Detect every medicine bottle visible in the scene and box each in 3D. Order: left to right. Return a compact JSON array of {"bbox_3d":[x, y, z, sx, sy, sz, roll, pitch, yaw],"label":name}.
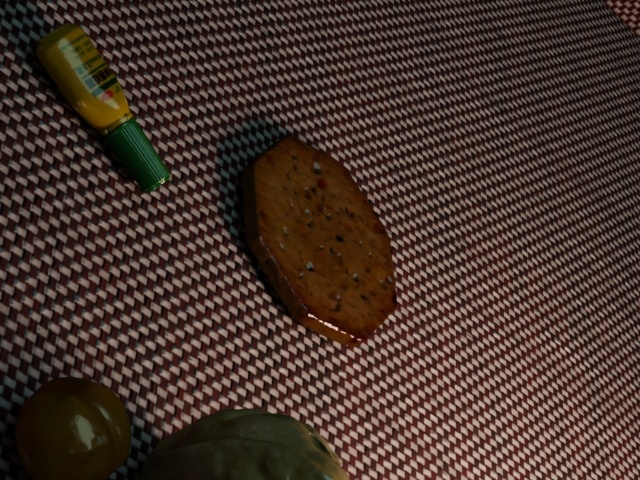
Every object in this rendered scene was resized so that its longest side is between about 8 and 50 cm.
[{"bbox_3d":[-0.301,-0.183,2.245,0.260,0.064,0.095,56,34,-8],"label":"medicine bottle"}]

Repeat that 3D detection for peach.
[{"bbox_3d":[-0.296,0.229,1.891,0.138,0.138,0.138,32,43,-36],"label":"peach"}]

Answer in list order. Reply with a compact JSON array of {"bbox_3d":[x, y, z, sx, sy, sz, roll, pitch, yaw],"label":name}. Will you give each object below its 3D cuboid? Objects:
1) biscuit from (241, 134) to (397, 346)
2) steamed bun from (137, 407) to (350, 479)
[{"bbox_3d":[0.000,0.001,2.524,0.359,0.046,0.359,32,43,-35],"label":"biscuit"},{"bbox_3d":[-0.070,0.382,1.954,0.230,0.325,0.372,-31,84,-23],"label":"steamed bun"}]
